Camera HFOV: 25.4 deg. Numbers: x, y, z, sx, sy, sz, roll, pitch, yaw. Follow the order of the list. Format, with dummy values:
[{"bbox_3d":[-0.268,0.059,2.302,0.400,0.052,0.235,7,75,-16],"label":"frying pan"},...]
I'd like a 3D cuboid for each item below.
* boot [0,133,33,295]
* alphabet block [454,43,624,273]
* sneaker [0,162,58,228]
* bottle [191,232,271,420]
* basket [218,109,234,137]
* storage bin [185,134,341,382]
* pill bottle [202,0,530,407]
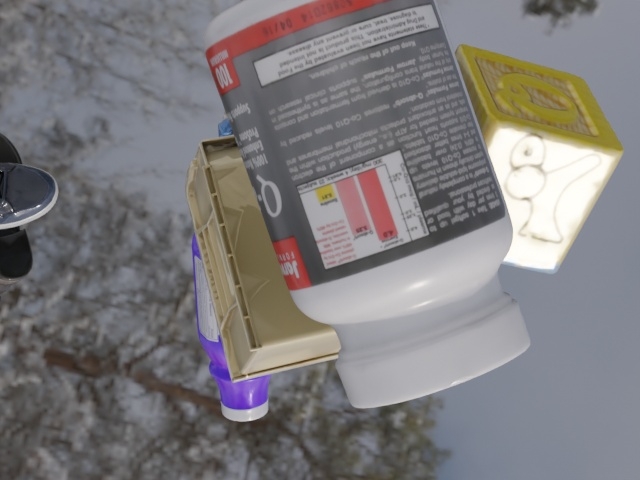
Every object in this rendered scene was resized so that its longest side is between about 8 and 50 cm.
[{"bbox_3d":[-0.490,-0.001,2.008,0.229,0.091,0.263,-41,-125,51],"label":"boot"},{"bbox_3d":[0.237,-0.102,1.793,0.193,0.192,0.197,-106,-146,-52],"label":"alphabet block"},{"bbox_3d":[-0.433,-0.069,1.712,0.163,0.226,0.086,130,-41,-77],"label":"sneaker"},{"bbox_3d":[-0.110,0.109,1.944,0.092,0.118,0.282,35,-49,57],"label":"bottle"},{"bbox_3d":[0.001,-0.130,1.830,0.201,0.255,0.289,-28,-124,46],"label":"basket"},{"bbox_3d":[0.000,0.000,1.644,0.123,0.262,0.260,123,-46,-68],"label":"storage bin"},{"bbox_3d":[0.048,-0.051,1.257,0.210,0.210,0.363,-17,-87,47],"label":"pill bottle"}]
